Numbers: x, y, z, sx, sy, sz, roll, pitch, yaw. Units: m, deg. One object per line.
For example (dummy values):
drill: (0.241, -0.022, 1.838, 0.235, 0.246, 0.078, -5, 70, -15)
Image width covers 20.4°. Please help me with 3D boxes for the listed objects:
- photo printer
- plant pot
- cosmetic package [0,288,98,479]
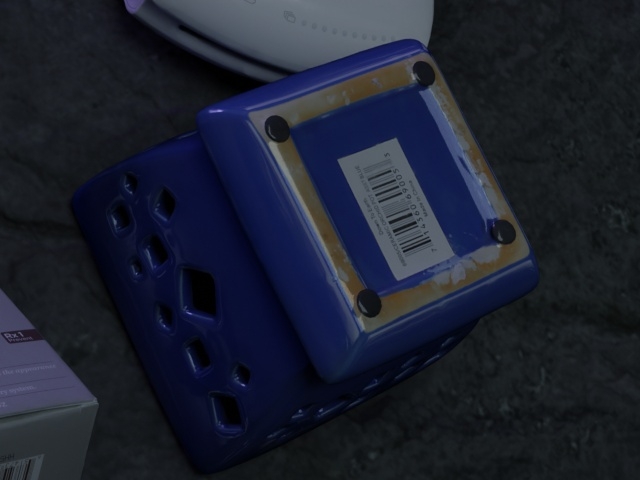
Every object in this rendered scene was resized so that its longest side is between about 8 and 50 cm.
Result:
photo printer: (-0.029, -0.267, 1.414, 0.256, 0.107, 0.307, 15, 63, -26)
plant pot: (0.000, 0.000, 1.260, 0.236, 0.212, 0.236, -22, 83, -37)
cosmetic package: (-0.250, 0.076, 1.068, 0.127, 0.107, 0.238, -10, 40, -40)
